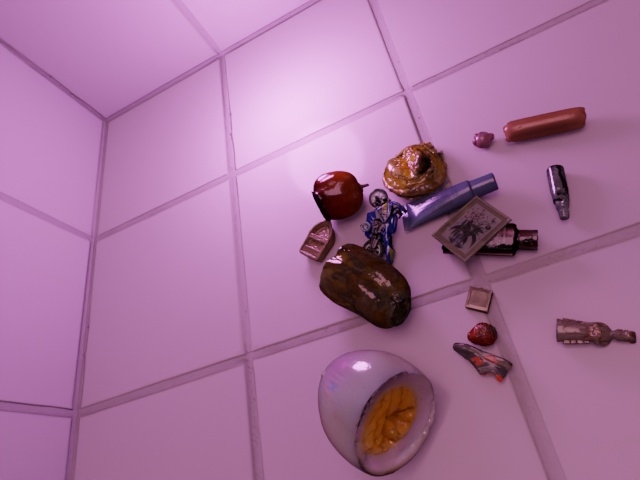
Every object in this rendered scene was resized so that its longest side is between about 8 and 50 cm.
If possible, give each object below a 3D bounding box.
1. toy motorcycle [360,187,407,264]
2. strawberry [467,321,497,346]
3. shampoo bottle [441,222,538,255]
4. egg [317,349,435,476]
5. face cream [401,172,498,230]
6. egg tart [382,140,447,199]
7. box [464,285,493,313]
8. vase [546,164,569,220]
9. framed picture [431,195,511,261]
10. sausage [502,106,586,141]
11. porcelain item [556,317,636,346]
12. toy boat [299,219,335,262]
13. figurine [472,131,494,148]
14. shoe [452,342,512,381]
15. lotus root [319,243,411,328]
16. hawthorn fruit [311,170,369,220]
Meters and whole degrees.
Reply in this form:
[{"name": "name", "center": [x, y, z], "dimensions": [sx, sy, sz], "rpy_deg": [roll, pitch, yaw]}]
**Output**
[{"name": "toy motorcycle", "center": [0.258, -0.056, 1.835], "dimensions": [0.168, 0.113, 0.316], "rpy_deg": [4, 82, 25]}, {"name": "strawberry", "center": [0.542, 0.316, 1.529], "dimensions": [0.096, 0.083, 0.083], "rpy_deg": [-17, 59, 30]}, {"name": "shampoo bottle", "center": [0.609, -0.006, 1.648], "dimensions": [0.322, 0.084, 0.129], "rpy_deg": [0, 64, 27]}, {"name": "egg", "center": [0.143, 0.520, 1.491], "dimensions": [0.339, 0.354, 0.355], "rpy_deg": [19, 75, 54]}, {"name": "face cream", "center": [0.496, -0.157, 1.783], "dimensions": [0.385, 0.086, 0.136], "rpy_deg": [-23, 48, 24]}, {"name": "egg tart", "center": [0.383, -0.308, 1.882], "dimensions": [0.296, 0.132, 0.297], "rpy_deg": [-15, 48, 18]}, {"name": "box", "center": [0.557, 0.206, 1.599], "dimensions": [0.079, 0.035, 0.083], "rpy_deg": [12, 71, 32]}, {"name": "vase", "center": [0.849, -0.167, 1.614], "dimensions": [0.059, 0.060, 0.212], "rpy_deg": [-10, 63, 24]}, {"name": "framed picture", "center": [0.543, -0.046, 1.645], "dimensions": [0.231, 0.010, 0.173], "rpy_deg": [-42, 51, -4]}, {"name": "sausage", "center": [0.850, -0.439, 1.732], "dimensions": [0.288, 0.086, 0.086], "rpy_deg": [-7, 63, 23]}, {"name": "porcelain item", "center": [0.844, 0.286, 1.398], "dimensions": [0.213, 0.054, 0.084], "rpy_deg": [1, 69, 27]}, {"name": "toy boat", "center": [0.000, 0.000, 1.979], "dimensions": [0.116, 0.061, 0.188], "rpy_deg": [25, 79, 36]}, {"name": "figurine", "center": [0.655, -0.404, 1.828], "dimensions": [0.083, 0.071, 0.067], "rpy_deg": [-12, 103, 31]}, {"name": "shoe", "center": [0.524, 0.399, 1.502], "dimensions": [0.194, 0.074, 0.077], "rpy_deg": [18, 81, 31]}, {"name": "lotus root", "center": [0.178, 0.178, 1.693], "dimensions": [0.346, 0.250, 0.251], "rpy_deg": [33, 84, 36]}, {"name": "hawthorn fruit", "center": [0.088, -0.202, 1.948], "dimensions": [0.249, 0.215, 0.215], "rpy_deg": [-20, 59, 19]}]
